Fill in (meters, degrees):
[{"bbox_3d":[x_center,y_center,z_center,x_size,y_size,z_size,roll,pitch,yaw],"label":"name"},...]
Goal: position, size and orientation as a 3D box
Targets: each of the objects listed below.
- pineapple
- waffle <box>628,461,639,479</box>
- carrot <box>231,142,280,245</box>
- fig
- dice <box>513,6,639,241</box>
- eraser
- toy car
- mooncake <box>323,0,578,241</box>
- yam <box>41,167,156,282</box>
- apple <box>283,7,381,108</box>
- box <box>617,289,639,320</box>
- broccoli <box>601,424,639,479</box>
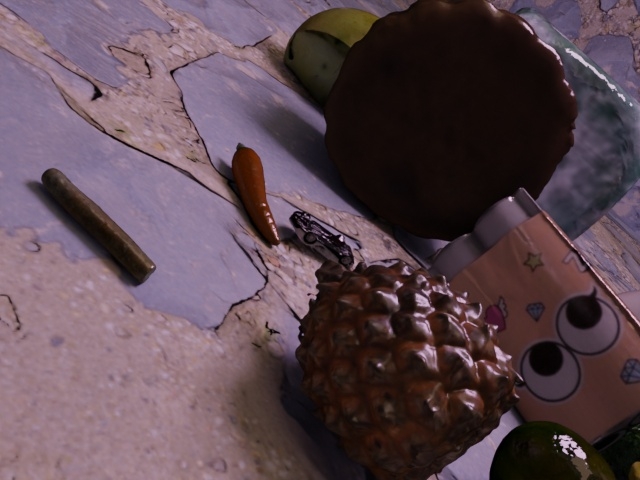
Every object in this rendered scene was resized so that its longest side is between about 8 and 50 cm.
[{"bbox_3d":[0.056,0.086,0.572,0.166,0.166,0.193,3,43,-55],"label":"pineapple"},{"bbox_3d":[0.389,0.332,0.630,0.307,0.060,0.312,25,56,-10],"label":"waffle"},{"bbox_3d":[-0.070,-0.052,0.766,0.035,0.035,0.142,19,40,-42],"label":"carrot"},{"bbox_3d":[0.219,0.229,0.655,0.117,0.117,0.177,57,12,31],"label":"fig"},{"bbox_3d":[0.368,-0.189,1.289,0.330,0.328,0.348,42,24,-2],"label":"dice"},{"bbox_3d":[0.265,0.098,0.853,0.087,0.171,0.290,23,29,-52],"label":"eraser"},{"bbox_3d":[0.000,0.000,0.788,0.093,0.025,0.041,33,24,-27],"label":"toy car"},{"bbox_3d":[0.171,-0.171,0.989,0.324,0.324,0.187,38,20,-10],"label":"mooncake"},{"bbox_3d":[-0.171,-0.013,0.557,0.116,0.021,0.021,44,24,4],"label":"yam"},{"bbox_3d":[0.054,-0.298,1.214,0.188,0.174,0.207,52,10,16],"label":"apple"},{"bbox_3d":[0.607,0.143,1.172,0.349,0.288,0.141,7,72,-51],"label":"box"},{"bbox_3d":[0.473,0.236,0.825,0.270,0.270,0.270,11,23,-5],"label":"broccoli"}]
